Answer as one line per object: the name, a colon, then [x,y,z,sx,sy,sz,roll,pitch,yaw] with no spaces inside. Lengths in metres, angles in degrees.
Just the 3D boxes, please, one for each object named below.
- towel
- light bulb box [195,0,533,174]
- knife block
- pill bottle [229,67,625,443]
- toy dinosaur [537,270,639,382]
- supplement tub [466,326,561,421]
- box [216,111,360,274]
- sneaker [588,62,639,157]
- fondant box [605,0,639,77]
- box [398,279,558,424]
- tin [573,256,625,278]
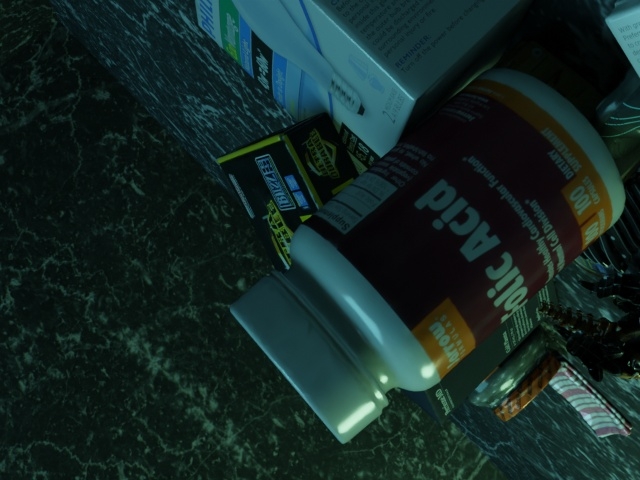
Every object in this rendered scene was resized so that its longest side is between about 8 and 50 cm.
towel: [0.543,0.329,1.756,0.197,0.029,0.144,46,167,8]
light bulb box: [0.034,-0.296,1.037,0.361,0.225,0.358,45,168,7]
knife block: [0.311,-0.089,1.069,0.275,0.088,0.242,44,167,16]
pill bottle: [0.110,0.017,0.913,0.224,0.392,0.224,48,172,8]
toy dinosaur: [0.453,0.156,1.231,0.322,0.164,0.218,-6,153,41]
supplement tub: [0.301,0.184,1.700,0.338,0.207,0.207,44,168,10]
box: [0.000,0.000,1.160,0.322,0.079,0.257,63,156,-11]
sneaker: [0.334,-0.136,0.813,0.106,0.101,0.267,42,167,15]
fondant box: [0.399,-0.088,0.610,0.330,0.096,0.238,50,151,-18]
box: [0.213,0.082,1.422,0.179,0.312,0.343,37,164,38]
tin: [0.368,-0.023,1.213,0.190,0.040,0.106,53,163,-27]
